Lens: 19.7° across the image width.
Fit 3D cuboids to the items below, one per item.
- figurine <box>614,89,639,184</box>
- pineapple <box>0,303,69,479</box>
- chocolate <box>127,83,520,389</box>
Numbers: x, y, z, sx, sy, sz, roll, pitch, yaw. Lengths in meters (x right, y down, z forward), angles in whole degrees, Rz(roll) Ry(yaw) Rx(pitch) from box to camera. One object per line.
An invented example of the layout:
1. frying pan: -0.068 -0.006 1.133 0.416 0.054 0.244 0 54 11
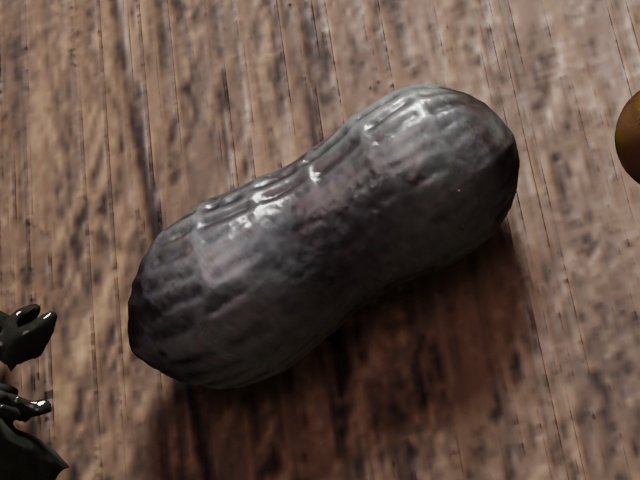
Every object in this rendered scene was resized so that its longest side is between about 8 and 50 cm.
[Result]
1. figurine: 0.187 -0.055 0.637 0.194 0.133 0.274 -30 43 -13
2. pineapple: -0.198 0.015 0.734 0.157 0.158 0.279 -31 65 1
3. chocolate: 0.000 0.000 0.701 0.167 0.072 0.072 -30 53 -1
